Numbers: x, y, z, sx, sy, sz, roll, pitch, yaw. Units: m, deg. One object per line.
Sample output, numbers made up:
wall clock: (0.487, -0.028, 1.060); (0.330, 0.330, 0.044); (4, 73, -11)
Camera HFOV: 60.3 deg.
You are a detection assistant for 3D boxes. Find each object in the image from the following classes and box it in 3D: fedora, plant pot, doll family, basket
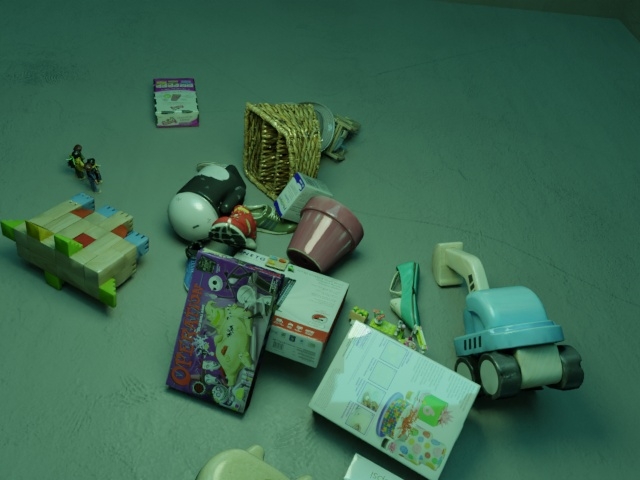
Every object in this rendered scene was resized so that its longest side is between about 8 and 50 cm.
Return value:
fedora: (-0.099, -0.407, 1.945); (0.275, 0.124, 0.244); (-2, 71, 25)
plant pot: (0.000, 0.000, 1.627); (0.201, 0.201, 0.180); (28, 65, 17)
doll family: (-0.752, -0.235, 1.767); (0.192, 0.111, 0.076); (33, 50, 20)
basket: (-0.130, -0.267, 1.770); (0.222, 0.299, 0.214); (-2, 49, -14)

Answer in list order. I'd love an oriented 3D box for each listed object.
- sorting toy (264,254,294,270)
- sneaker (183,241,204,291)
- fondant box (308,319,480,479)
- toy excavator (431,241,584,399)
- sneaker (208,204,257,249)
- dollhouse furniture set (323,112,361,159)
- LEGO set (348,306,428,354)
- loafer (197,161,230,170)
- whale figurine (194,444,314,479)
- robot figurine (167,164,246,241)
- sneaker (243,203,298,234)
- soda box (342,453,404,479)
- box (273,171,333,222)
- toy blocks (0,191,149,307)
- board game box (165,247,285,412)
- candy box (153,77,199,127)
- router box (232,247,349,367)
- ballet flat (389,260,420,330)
sorting toy: (-0.108, 0.063, 1.540); (0.083, 0.012, 0.062); (16, 26, 5)
sneaker: (-0.357, 0.070, 1.562); (0.058, 0.085, 0.152); (3, 47, -6)
fondant box: (0.172, 0.373, 1.302); (0.330, 0.096, 0.238); (26, 72, 16)
toy excavator: (0.449, 0.182, 1.469); (0.222, 0.433, 0.446); (-3, 76, -12)
sneaker: (-0.242, -0.045, 1.563); (0.107, 0.279, 0.119); (7, 83, 5)
dollhouse furniture set: (0.081, -0.385, 2.063); (0.128, 0.130, 0.183); (34, 21, 21)
LEGO set: (0.197, 0.253, 1.464); (0.132, 0.107, 0.287); (-18, 53, -24)
loafer: (-0.361, -0.241, 1.885); (0.125, 0.045, 0.039); (5, 53, -9)
whale figurine: (-0.139, 0.541, 1.145); (0.271, 0.141, 0.216); (17, 41, -28)
robot figurine: (-0.341, -0.116, 1.685); (0.173, 0.209, 0.278); (34, 48, 0)
sneaker: (-0.161, -0.072, 1.726); (0.191, 0.086, 0.064); (4, 46, -6)
soda box: (0.152, 0.556, 1.194); (0.216, 0.074, 0.069); (25, 48, 14)
box: (-0.055, -0.127, 1.720); (0.126, 0.137, 0.072); (16, 32, -44)
toy blocks: (-0.636, 0.001, 1.542); (0.381, 0.191, 0.261); (25, 37, 14)
board game box: (-0.227, 0.212, 1.296); (0.208, 0.347, 0.056); (18, 12, 12)
candy box: (-0.552, -0.528, 2.103); (0.159, 0.071, 0.234); (-5, 47, -14)
router box: (-0.119, 0.163, 1.450); (0.335, 0.082, 0.301); (18, 27, 7)
ballet flat: (0.243, 0.164, 1.588); (0.087, 0.083, 0.248); (-8, 44, 17)
